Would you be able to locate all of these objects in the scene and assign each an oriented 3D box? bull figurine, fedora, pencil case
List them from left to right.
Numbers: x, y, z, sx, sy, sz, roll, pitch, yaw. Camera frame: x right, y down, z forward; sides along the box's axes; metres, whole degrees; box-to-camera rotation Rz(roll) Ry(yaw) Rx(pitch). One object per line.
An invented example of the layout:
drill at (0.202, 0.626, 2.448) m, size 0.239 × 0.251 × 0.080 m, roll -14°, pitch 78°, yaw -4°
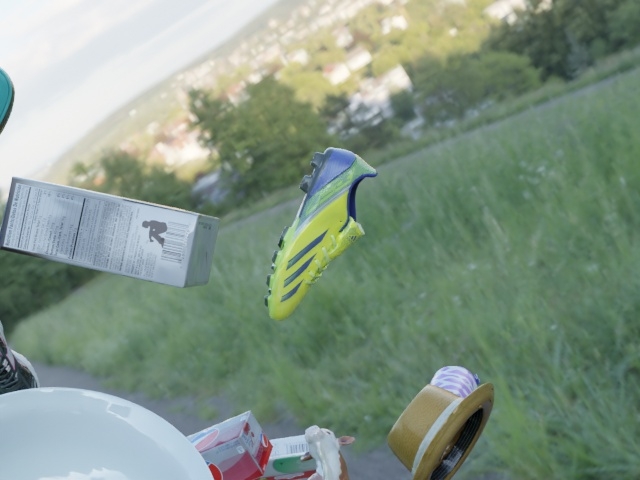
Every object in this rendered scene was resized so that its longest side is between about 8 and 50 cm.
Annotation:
bull figurine at (0.003, 0.477, 1.600) m, size 0.101 × 0.310 × 0.188 m, roll 3°, pitch 13°, yaw 6°
fedora at (0.137, 0.235, 1.150) m, size 0.194 × 0.079 × 0.194 m, roll -42°, pitch -28°, yaw -28°
pencil case at (0.216, 0.301, 1.628) m, size 0.086 × 0.088 × 0.206 m, roll -8°, pitch 21°, yaw 25°

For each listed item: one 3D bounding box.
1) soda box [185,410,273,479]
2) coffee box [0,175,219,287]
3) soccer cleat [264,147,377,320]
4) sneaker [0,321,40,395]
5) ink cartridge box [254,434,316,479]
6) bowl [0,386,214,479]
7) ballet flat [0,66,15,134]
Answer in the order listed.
soda box at (-0.216, 0.386, 1.584) m, size 0.263 × 0.083 × 0.092 m, roll -26°, pitch 15°, yaw 17°
coffee box at (-0.327, -0.011, 1.477) m, size 0.297 × 0.118 × 0.168 m, roll 11°, pitch 0°, yaw 6°
soccer cleat at (0.000, 0.000, 1.455) m, size 0.093 × 0.121 × 0.289 m, roll -88°, pitch 19°, yaw -84°
sneaker at (-0.502, 0.188, 1.446) m, size 0.072 × 0.178 × 0.077 m, roll -34°, pitch 7°, yaw -2°
ink cartridge box at (-0.078, 0.503, 2.061) m, size 0.181 × 0.224 × 0.056 m, roll -9°, pitch 51°, yaw 0°
bowl at (-0.261, 0.295, 0.946) m, size 0.298 × 0.298 × 0.134 m, roll -58°, pitch -10°, yaw -62°
ballet flat at (-0.493, -0.078, 1.103) m, size 0.123 × 0.123 × 0.348 m, roll -18°, pitch 37°, yaw 50°
